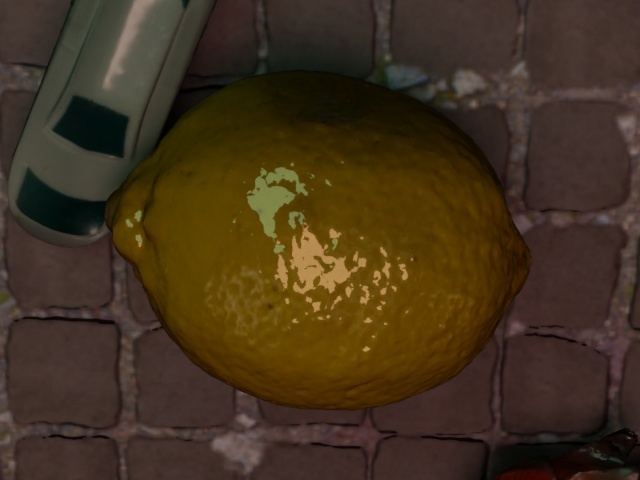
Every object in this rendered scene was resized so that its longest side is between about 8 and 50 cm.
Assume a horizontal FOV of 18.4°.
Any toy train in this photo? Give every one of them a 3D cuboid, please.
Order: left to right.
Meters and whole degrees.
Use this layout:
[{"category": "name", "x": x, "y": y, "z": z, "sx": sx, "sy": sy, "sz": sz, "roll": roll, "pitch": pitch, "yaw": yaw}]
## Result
[{"category": "toy train", "x": -0.098, "y": -0.156, "z": 1.178, "sx": 0.086, "sy": 0.088, "sz": 0.407, "roll": 21, "pitch": 113, "yaw": -9}]

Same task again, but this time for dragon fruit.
[{"category": "dragon fruit", "x": 0.164, "y": 0.199, "z": 1.320, "sx": 0.142, "sy": 0.121, "sz": 0.130, "roll": -1, "pitch": 150, "yaw": -27}]

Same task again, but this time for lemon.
[{"category": "lemon", "x": 0.000, "y": 0.000, "z": 1.186, "sx": 0.260, "sy": 0.204, "sz": 0.204, "roll": 8, "pitch": 113, "yaw": -4}]
